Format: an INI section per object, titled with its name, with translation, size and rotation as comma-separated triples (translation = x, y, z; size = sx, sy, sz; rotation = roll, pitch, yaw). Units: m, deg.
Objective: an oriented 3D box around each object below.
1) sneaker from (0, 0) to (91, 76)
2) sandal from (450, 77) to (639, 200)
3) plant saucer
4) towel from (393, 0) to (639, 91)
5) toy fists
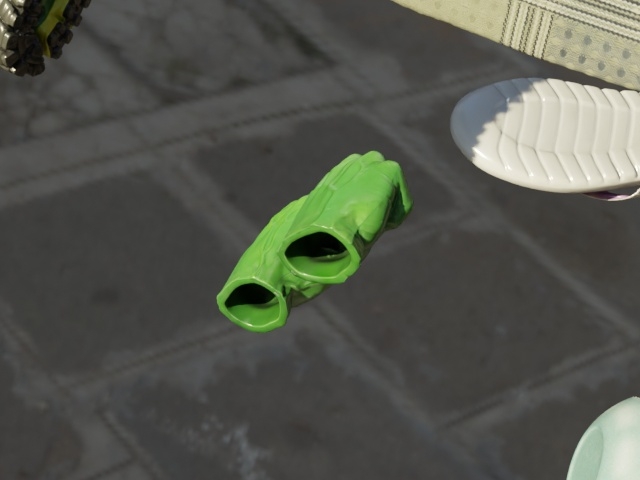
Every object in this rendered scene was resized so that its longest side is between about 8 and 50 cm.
[sneaker]
translation = -0.251, -0.329, 1.481
size = 0.146, 0.134, 0.343
rotation = 26, 79, 19
[sandal]
translation = 0.369, -0.115, 2.081
size = 0.416, 0.102, 0.169
rotation = 1, 57, -8
[plant saucer]
translation = 0.321, 0.268, 1.858
size = 0.037, 0.195, 0.195
rotation = 19, 38, -6
[towel]
translation = 0.183, -0.296, 1.258
size = 0.324, 0.312, 0.056
rotation = 25, 36, 24
[toy fists]
translation = 0.000, 0.000, 1.702
size = 0.096, 0.279, 0.142
rotation = 38, 55, -10
